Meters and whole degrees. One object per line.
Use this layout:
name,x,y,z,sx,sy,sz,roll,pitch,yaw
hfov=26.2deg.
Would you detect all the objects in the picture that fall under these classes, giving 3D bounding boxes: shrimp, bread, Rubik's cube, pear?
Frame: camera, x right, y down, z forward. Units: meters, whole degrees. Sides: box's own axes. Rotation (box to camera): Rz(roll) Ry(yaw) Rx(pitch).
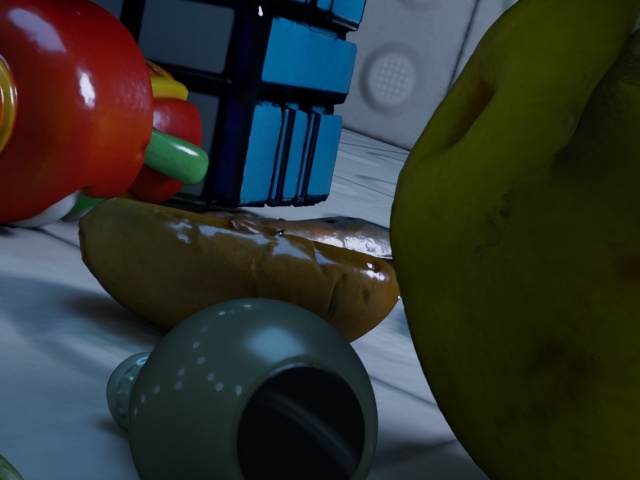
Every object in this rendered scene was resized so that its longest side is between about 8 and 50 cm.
shrimp,0.000,-0.002,1.154,0.251,0.052,0.143,12,7,-31
bread,-0.049,0.026,0.786,0.189,0.077,0.114,16,-12,-7
Rubik's cube,-0.136,-0.189,1.241,0.293,0.283,0.288,11,5,17
pear,0.197,0.021,0.646,0.336,0.285,0.285,15,9,-25

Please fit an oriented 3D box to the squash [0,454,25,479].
squash,-0.071,0.097,0.284,0.069,0.069,0.239,13,9,-28

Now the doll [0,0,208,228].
doll,-0.206,-0.092,0.929,0.182,0.160,0.363,27,13,19

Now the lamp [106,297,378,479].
lamp,-0.044,0.065,0.538,0.091,0.091,0.163,13,-4,-28
